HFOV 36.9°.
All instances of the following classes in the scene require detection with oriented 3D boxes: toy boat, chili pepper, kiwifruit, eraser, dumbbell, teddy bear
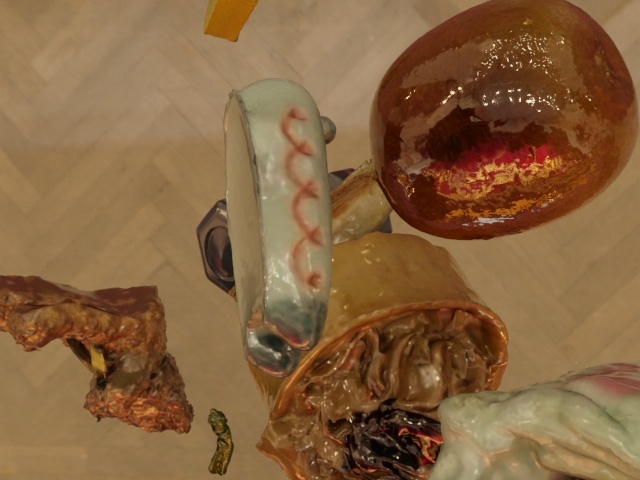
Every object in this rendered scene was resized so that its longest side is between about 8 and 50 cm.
[{"bbox_3d":[-0.020,-0.015,0.664,0.078,0.134,0.208,-2,68,-12],"label":"toy boat"},{"bbox_3d":[-0.097,0.197,0.937,0.027,0.022,0.083,33,132,42],"label":"chili pepper"},{"bbox_3d":[0.145,-0.097,0.819,0.234,0.196,0.196,-27,76,34],"label":"kiwifruit"},{"bbox_3d":[-0.090,-0.285,1.046,0.045,0.122,0.097,12,75,-14],"label":"eraser"},{"bbox_3d":[-0.034,-0.016,1.508,0.156,0.316,0.144,33,125,34],"label":"dumbbell"},{"bbox_3d":[-0.330,0.169,1.378,0.246,0.296,0.223,24,109,50],"label":"teddy bear"}]

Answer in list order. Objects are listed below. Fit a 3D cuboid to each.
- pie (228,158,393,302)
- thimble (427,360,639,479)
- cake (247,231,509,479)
[{"bbox_3d":[0.000,0.000,1.316,0.282,0.068,0.128,-46,34,-4],"label":"pie"},{"bbox_3d":[0.137,0.144,0.392,0.185,0.149,0.211,-43,64,29],"label":"thimble"},{"bbox_3d":[0.094,0.200,1.143,0.332,0.332,0.321,-36,46,8],"label":"cake"}]
